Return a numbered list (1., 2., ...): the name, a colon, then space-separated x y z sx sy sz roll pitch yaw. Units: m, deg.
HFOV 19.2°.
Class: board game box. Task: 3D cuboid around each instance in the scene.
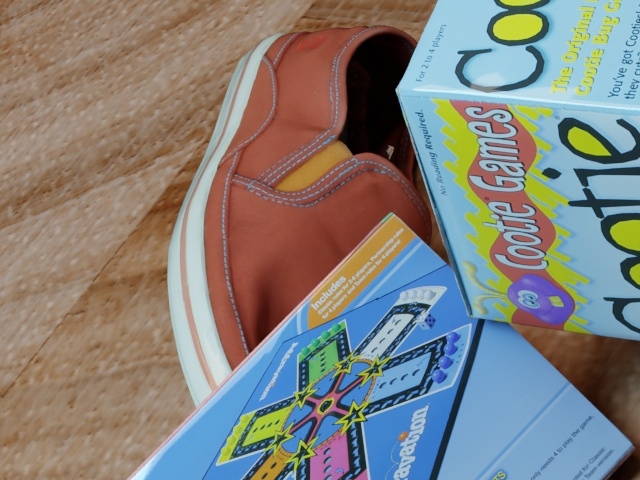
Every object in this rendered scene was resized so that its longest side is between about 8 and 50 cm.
1. board game box: -0.017 0.137 0.786 0.281 0.145 0.027 -45 -5 -8
2. board game box: 0.192 -0.047 0.720 0.275 0.142 0.144 8 53 24

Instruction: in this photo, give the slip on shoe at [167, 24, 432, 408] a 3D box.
1. slip on shoe: 0.000 0.000 0.934 0.101 0.123 0.331 -17 36 22
